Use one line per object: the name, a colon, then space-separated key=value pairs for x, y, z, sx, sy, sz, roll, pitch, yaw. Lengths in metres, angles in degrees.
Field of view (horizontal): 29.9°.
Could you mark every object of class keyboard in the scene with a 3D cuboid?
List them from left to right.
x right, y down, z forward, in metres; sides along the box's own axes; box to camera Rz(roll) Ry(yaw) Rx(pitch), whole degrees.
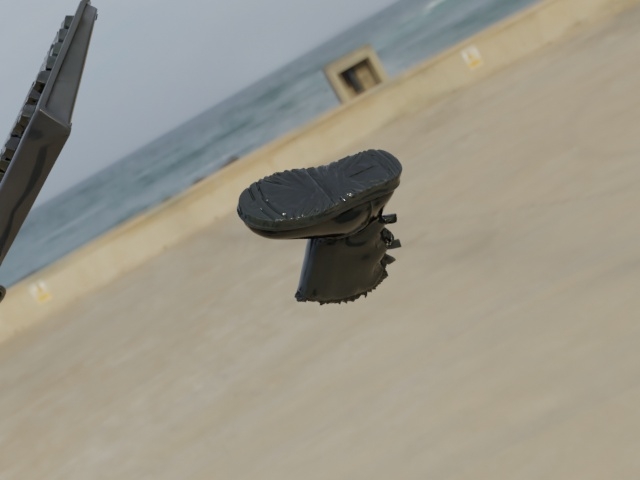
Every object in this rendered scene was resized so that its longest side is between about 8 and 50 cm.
keyboard: x=-0.225 y=0.000 z=0.800 sx=0.317 sy=0.033 sz=0.201 roll=-50 pitch=29 yaw=46

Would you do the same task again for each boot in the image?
boot: x=-0.001 y=0.000 z=0.755 sx=0.121 sy=0.045 sz=0.099 roll=-20 pitch=-41 yaw=-30
